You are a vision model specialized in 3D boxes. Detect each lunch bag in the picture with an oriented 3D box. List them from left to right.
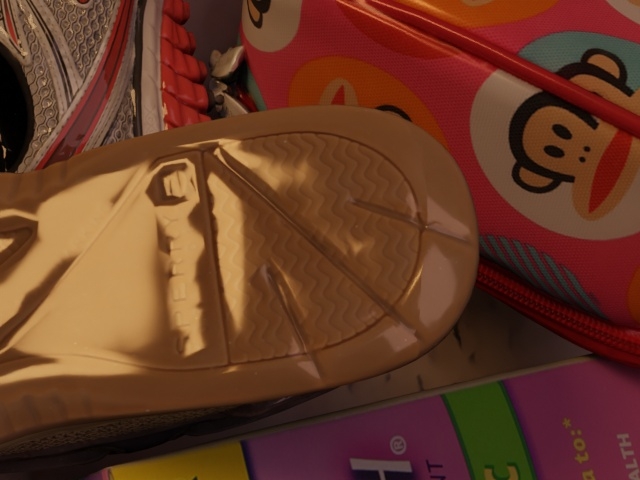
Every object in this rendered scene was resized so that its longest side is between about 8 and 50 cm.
[{"bbox_3d":[0.100,-0.112,0.506,0.258,0.120,0.293,29,49,14],"label":"lunch bag"}]

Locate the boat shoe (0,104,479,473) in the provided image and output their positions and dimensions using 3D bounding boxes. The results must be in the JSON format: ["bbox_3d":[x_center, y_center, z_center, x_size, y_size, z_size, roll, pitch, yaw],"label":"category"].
[{"bbox_3d":[-0.094,0.024,0.394,0.285,0.092,0.103,-9,70,7],"label":"boat shoe"}]

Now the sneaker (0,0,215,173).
[{"bbox_3d":[-0.095,-0.095,0.470,0.092,0.088,0.225,-2,76,-25],"label":"sneaker"}]

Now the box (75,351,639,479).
[{"bbox_3d":[0.047,0.159,0.446,0.243,0.117,0.214,-8,79,-28],"label":"box"}]
